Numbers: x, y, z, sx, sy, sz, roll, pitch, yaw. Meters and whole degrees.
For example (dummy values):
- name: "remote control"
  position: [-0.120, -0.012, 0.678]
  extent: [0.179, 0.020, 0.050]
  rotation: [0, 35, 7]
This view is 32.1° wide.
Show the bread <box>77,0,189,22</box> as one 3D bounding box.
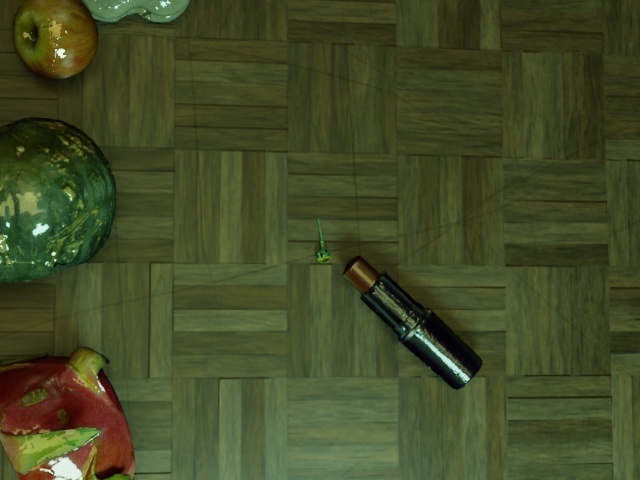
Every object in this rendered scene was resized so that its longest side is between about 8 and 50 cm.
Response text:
- name: "bread"
  position: [-0.324, -0.470, 1.913]
  extent: [0.337, 0.102, 0.183]
  rotation: [-3, 85, -9]

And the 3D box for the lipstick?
- name: "lipstick"
  position: [0.157, 0.142, 1.948]
  extent: [0.299, 0.081, 0.081]
  rotation: [42, 80, -5]

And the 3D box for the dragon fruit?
- name: "dragon fruit"
  position: [-0.391, 0.303, 1.753]
  extent: [0.189, 0.290, 0.291]
  rotation: [-22, 89, -12]

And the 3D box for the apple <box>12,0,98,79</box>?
- name: "apple"
  position: [-0.441, -0.343, 1.868]
  extent: [0.146, 0.146, 0.146]
  rotation: [1, 85, -9]

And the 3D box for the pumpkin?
- name: "pumpkin"
  position: [-0.489, -0.060, 1.757]
  extent: [0.327, 0.291, 0.257]
  rotation: [-9, 103, 0]

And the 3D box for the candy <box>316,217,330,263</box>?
- name: "candy"
  position: [0.000, 0.000, 1.968]
  extent: [0.025, 0.023, 0.083]
  rotation: [-17, 78, 29]
